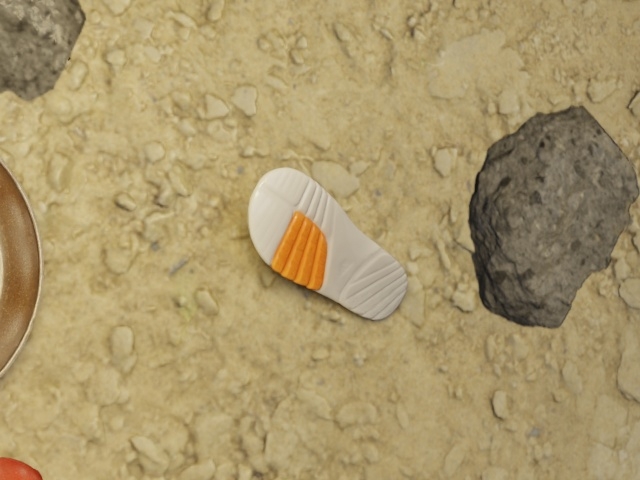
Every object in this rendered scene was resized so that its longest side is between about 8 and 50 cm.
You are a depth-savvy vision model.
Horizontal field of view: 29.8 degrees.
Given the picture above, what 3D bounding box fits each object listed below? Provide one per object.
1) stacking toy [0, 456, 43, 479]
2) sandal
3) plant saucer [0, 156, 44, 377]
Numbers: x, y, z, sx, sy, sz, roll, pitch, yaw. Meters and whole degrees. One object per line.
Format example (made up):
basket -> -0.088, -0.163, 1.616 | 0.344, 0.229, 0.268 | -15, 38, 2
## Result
stacking toy -> -0.390, 0.328, 1.091 | 0.309, 0.130, 0.279 | 2, 110, -26
sandal -> -0.006, 0.009, 1.335 | 0.265, 0.076, 0.102 | 40, 81, -42
plant saucer -> -0.414, 0.024, 1.113 | 0.311, 0.050, 0.310 | 3, 83, -28
